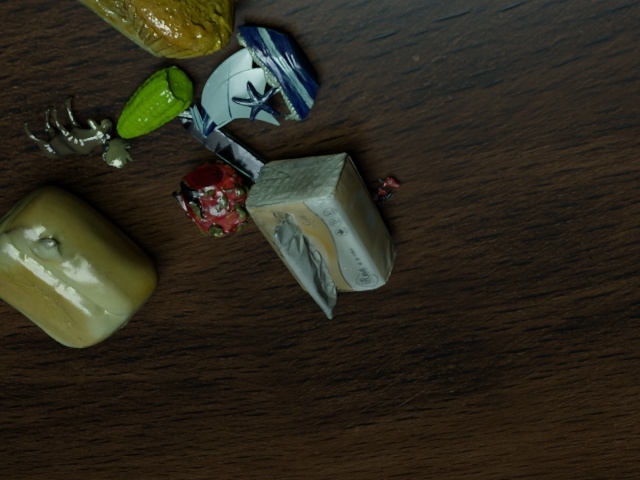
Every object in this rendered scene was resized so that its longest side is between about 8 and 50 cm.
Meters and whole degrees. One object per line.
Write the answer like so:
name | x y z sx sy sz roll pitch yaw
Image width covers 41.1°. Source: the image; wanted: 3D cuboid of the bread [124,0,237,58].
bread | -0.262 -0.434 1.549 0.240 0.240 0.139 40 135 -19

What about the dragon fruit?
dragon fruit | -0.230 -0.081 1.859 0.166 0.160 0.172 3 138 17

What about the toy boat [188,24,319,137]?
toy boat | -0.128 -0.291 1.724 0.210 0.070 0.291 33 122 -10

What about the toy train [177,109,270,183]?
toy train | -0.200 -0.206 1.829 0.252 0.048 0.055 37 115 -10

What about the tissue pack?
tissue pack | 0.000 0.000 1.788 0.238 0.239 0.305 -12 136 20

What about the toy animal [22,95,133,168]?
toy animal | -0.518 -0.221 1.862 0.214 0.094 0.186 -13 120 29

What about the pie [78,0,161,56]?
pie | -0.385 -0.462 1.649 0.282 0.068 0.128 37 138 -18

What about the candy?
candy | -0.353 -0.276 1.774 0.209 0.097 0.097 -31 116 33

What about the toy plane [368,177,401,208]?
toy plane | 0.113 -0.090 1.861 0.060 0.037 0.145 32 128 -18

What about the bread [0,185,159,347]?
bread | -0.578 0.061 1.979 0.376 0.253 0.348 41 129 -18
